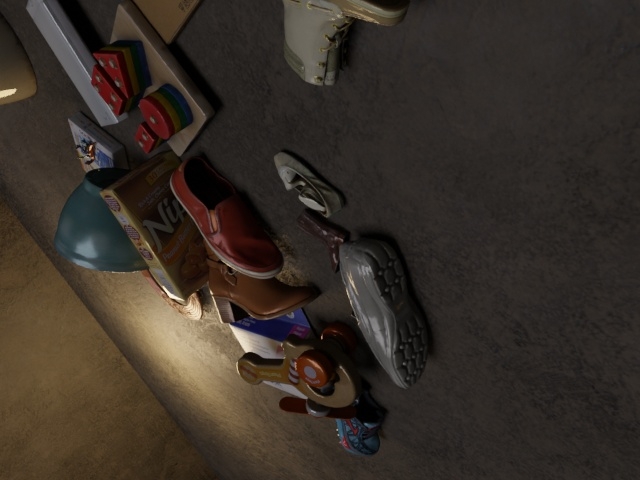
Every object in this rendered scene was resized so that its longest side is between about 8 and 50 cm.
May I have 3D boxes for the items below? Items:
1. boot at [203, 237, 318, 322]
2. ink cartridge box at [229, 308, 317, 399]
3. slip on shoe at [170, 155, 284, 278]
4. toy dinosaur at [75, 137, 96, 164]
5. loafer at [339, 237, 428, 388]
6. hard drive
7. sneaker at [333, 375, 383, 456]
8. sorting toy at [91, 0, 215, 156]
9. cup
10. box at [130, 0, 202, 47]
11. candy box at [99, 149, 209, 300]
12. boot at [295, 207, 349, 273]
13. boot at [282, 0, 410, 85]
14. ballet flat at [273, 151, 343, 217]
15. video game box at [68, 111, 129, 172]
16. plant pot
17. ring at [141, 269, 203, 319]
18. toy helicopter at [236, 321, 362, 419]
[{"bbox_3d":[-0.149,0.070,1.348,0.283,0.109,0.220,-10,94,35],"label":"boot"},{"bbox_3d":[-0.110,0.294,1.571,0.324,0.071,0.330,6,131,48],"label":"ink cartridge box"},{"bbox_3d":[-0.203,-0.050,1.259,0.331,0.123,0.101,49,145,8],"label":"slip on shoe"},{"bbox_3d":[-0.625,-0.232,1.554,0.090,0.047,0.082,16,155,25],"label":"toy dinosaur"},{"bbox_3d":[0.118,0.136,1.083,0.111,0.112,0.319,12,127,51],"label":"loafer"},{"bbox_3d":[-0.558,-0.411,1.326,0.203,0.040,0.307,15,137,59],"label":"hard drive"},{"bbox_3d":[0.104,0.462,1.461,0.125,0.104,0.261,6,130,45],"label":"sneaker"},{"bbox_3d":[-0.357,-0.297,1.168,0.257,0.089,0.255,53,154,-8],"label":"sorting toy"},{"bbox_3d":[-1.005,-0.504,1.614,0.331,0.237,0.331,31,145,25],"label":"cup"},{"bbox_3d":[-0.281,-0.448,0.993,0.164,0.021,0.201,55,149,-12],"label":"box"},{"bbox_3d":[-0.358,-0.034,1.393,0.088,0.183,0.316,3,128,48],"label":"candy box"},{"bbox_3d":[0.000,0.000,1.132,0.114,0.037,0.106,29,131,23],"label":"boot"},{"bbox_3d":[0.024,-0.277,0.758,0.213,0.077,0.165,35,146,29],"label":"boot"},{"bbox_3d":[-0.032,-0.102,1.043,0.168,0.052,0.057,37,148,18],"label":"ballet flat"},{"bbox_3d":[-0.612,-0.231,1.620,0.187,0.048,0.205,38,147,19],"label":"video game box"},{"bbox_3d":[-0.532,-0.072,1.513,0.293,0.293,0.196,29,117,28],"label":"plant pot"},{"bbox_3d":[-0.496,0.122,1.887,0.337,0.032,0.336,31,144,26],"label":"ring"},{"bbox_3d":[-0.055,0.328,1.381,0.355,0.140,0.235,-5,114,37],"label":"toy helicopter"}]
